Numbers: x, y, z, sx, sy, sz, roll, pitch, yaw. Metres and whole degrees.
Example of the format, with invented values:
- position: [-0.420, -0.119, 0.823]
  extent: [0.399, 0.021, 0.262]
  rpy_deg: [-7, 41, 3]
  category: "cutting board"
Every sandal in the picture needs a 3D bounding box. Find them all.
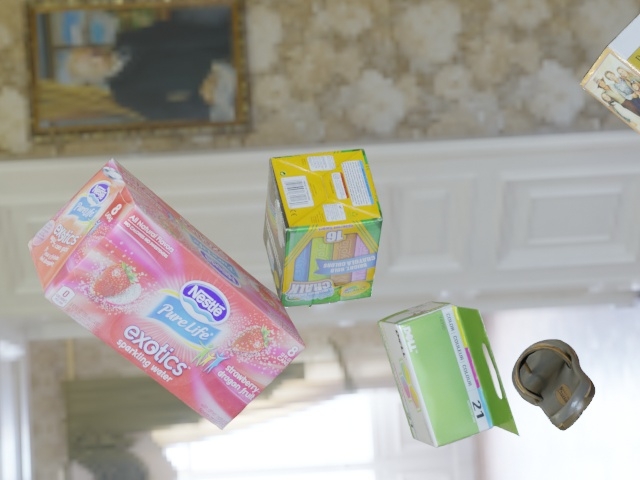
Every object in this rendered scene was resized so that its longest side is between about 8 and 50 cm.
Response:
- position: [0.263, 0.163, 1.806]
  extent: [0.090, 0.060, 0.219]
  rpy_deg: [-56, 11, 9]
  category: "sandal"

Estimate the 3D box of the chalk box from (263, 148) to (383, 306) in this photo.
- position: [0.000, 0.000, 2.032]
  extent: [0.213, 0.132, 0.132]
  rpy_deg: [96, 164, -51]
  category: "chalk box"

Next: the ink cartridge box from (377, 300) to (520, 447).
- position: [0.175, 0.189, 2.130]
  extent: [0.255, 0.097, 0.189]
  rpy_deg: [173, 79, -80]
  category: "ink cartridge box"

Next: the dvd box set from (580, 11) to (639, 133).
- position: [0.483, -0.102, 1.435]
  extent: [0.307, 0.420, 0.062]
  rpy_deg: [-42, -11, -41]
  category: "dvd box set"

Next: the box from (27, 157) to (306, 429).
- position: [-0.179, 0.065, 1.800]
  extent: [0.300, 0.154, 0.142]
  rpy_deg: [43, -174, -32]
  category: "box"
